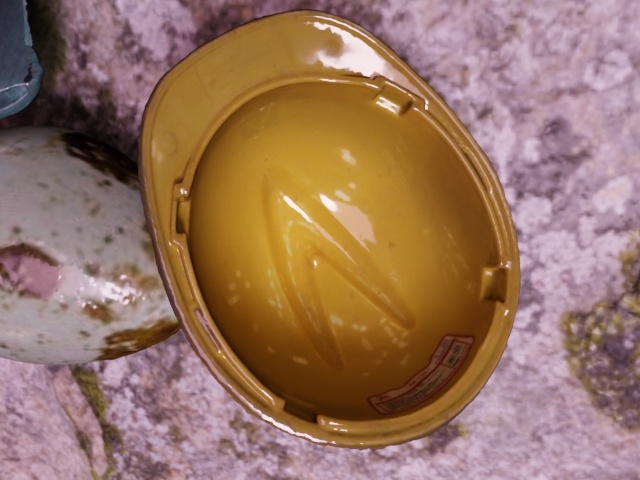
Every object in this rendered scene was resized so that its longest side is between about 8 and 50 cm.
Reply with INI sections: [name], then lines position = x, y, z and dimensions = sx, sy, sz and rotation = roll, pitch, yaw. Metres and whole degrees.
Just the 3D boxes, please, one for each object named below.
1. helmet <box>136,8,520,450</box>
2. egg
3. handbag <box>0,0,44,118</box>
[helmet]
position = 0.000, 0.000, 0.419
dimensions = 0.205, 0.140, 0.256
rotation = -30, 90, -11
[egg]
position = -0.185, 0.007, 0.452
dimensions = 0.231, 0.169, 0.169
rotation = 16, 112, 21
[handbag]
position = -0.319, -0.179, 0.440
dimensions = 0.274, 0.100, 0.268
rotation = -19, 81, 24
